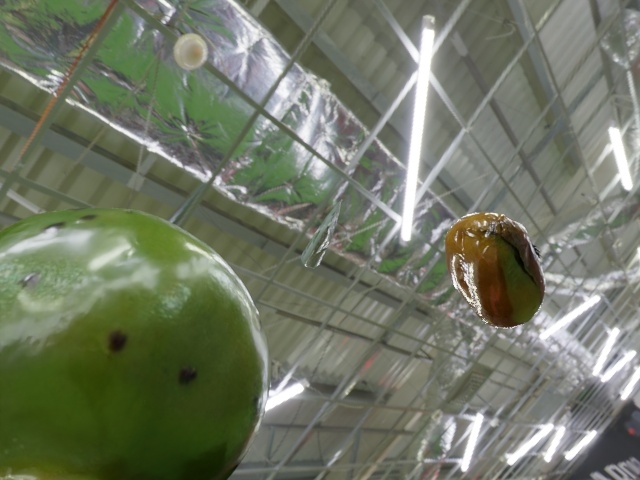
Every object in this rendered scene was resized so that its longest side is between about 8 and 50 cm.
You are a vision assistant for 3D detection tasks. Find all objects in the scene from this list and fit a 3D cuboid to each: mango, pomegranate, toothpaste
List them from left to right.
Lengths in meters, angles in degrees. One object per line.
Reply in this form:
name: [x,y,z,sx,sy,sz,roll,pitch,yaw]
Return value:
pomegranate: [-0.158,0.121,0.384,0.260,0.341,0.261,-6,-54,-9]
toothpaste: [0.000,0.000,0.980,0.064,0.041,0.218,-63,0,-31]
mango: [0.185,0.023,0.558,0.084,0.105,0.159,-36,-48,-19]
